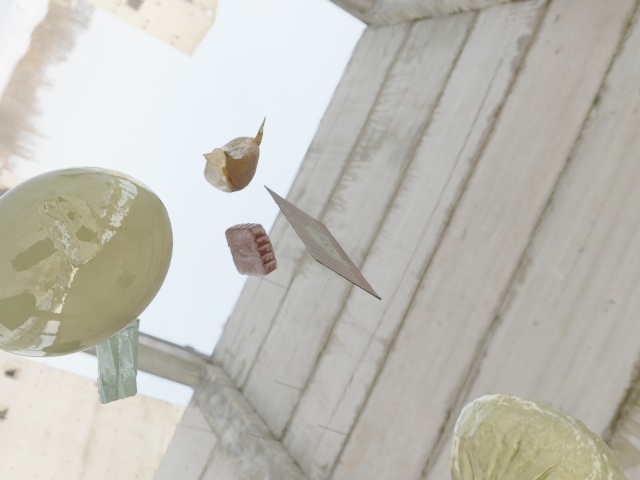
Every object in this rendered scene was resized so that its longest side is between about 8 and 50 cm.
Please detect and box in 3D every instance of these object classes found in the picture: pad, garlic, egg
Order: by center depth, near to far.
[{"bbox_3d":[-0.307,0.023,0.883,0.269,0.219,0.219,-42,-168,-33],"label":"egg"},{"bbox_3d":[0.000,0.000,1.483,0.005,0.202,0.299,-49,-142,10],"label":"pad"},{"bbox_3d":[-0.179,-0.181,1.569,0.198,0.091,0.128,-40,153,-44],"label":"garlic"}]

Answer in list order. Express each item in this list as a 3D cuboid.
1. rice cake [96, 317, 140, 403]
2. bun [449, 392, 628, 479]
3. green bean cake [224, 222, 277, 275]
[{"bbox_3d":[-0.394,0.232,1.392,0.040,0.085,0.226,-114,-153,-47],"label":"rice cake"},{"bbox_3d":[0.241,0.287,0.827,0.134,0.220,0.220,-47,-164,-30],"label":"bun"},{"bbox_3d":[-0.175,0.022,1.829,0.135,0.056,0.135,-2,-69,48],"label":"green bean cake"}]
